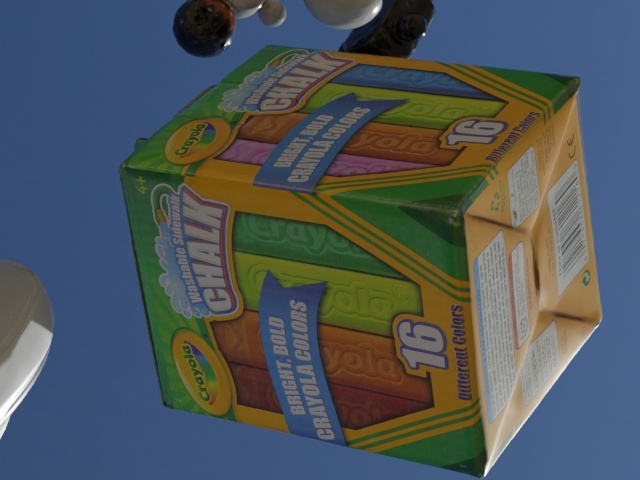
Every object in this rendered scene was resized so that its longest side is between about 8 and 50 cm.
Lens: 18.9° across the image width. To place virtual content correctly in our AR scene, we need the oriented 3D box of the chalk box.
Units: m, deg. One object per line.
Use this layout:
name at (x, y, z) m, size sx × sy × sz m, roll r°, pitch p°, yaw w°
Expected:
chalk box at (0.000, 0.000, 1.170) m, size 0.289 × 0.180 × 0.179 m, roll 8°, pitch -147°, yaw 29°

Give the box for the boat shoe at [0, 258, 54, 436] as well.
boat shoe at (-0.252, 0.172, 0.994) m, size 0.136 × 0.156 × 0.367 m, roll 12°, pitch -133°, yaw 31°

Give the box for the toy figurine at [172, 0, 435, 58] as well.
toy figurine at (-0.020, -0.200, 1.424) m, size 0.210 × 0.213 × 0.148 m, roll 22°, pitch -113°, yaw 13°
